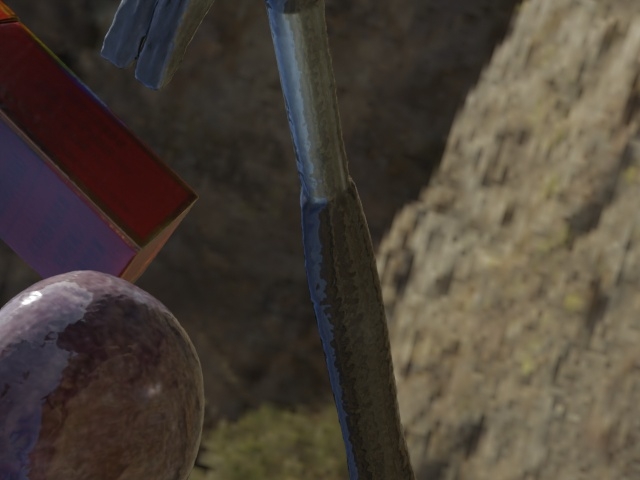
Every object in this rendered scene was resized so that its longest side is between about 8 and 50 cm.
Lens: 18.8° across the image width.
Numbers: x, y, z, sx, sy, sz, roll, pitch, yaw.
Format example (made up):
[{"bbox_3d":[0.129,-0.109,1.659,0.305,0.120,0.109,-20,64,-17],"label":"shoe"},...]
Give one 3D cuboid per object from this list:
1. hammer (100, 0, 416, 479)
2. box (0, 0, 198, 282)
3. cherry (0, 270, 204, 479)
[{"bbox_3d":[0.000,0.000,0.570,0.029,0.103,0.246,35,144,43],"label":"hammer"},{"bbox_3d":[-0.269,-0.088,1.737,0.089,0.313,0.197,-46,0,-28],"label":"box"},{"bbox_3d":[-0.150,0.102,1.185,0.176,0.140,0.176,-33,-51,-56],"label":"cherry"}]
